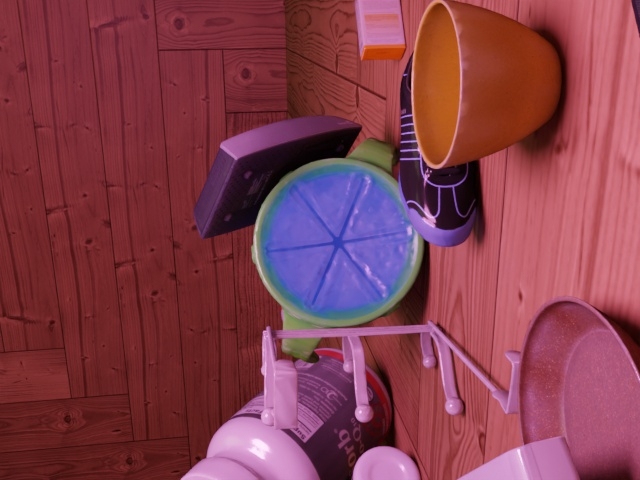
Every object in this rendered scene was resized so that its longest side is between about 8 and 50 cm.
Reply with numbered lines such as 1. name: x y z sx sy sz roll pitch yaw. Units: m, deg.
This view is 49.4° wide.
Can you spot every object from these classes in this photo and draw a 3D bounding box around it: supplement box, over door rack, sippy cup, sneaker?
1. supplement box: 0.086 -0.315 1.016 0.036 0.062 0.098 108 158 -74
2. over door rack: 0.055 0.158 0.766 0.324 0.239 0.108 176 92 -83
3. sippy cup: 0.031 0.015 1.039 0.240 0.305 0.224 57 179 8
4. sneaker: 0.123 -0.111 0.748 0.090 0.081 0.232 86 179 -62

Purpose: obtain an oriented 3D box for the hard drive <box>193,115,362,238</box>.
1. hard drive: -0.063 -0.100 1.004 0.054 0.254 0.172 48 133 19

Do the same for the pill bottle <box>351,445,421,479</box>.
1. pill bottle: 0.094 0.408 1.091 0.184 0.103 0.103 95 169 -47

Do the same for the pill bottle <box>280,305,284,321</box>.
1. pill bottle: 0.000 0.000 1.360 0.176 0.176 0.318 115 150 -75

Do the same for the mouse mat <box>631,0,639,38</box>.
1. mouse mat: 0.214 -0.123 0.341 0.190 0.007 0.152 114 152 -72

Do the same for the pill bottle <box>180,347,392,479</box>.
1. pill bottle: -0.050 0.342 1.117 0.363 0.210 0.210 -33 -50 -52

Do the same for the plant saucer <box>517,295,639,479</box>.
1. plant saucer: 0.194 0.137 0.485 0.198 0.036 0.198 176 90 -83

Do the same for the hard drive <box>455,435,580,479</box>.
1. hard drive: 0.175 0.335 0.481 0.233 0.047 0.353 96 162 -64

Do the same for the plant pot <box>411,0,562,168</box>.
1. plant pot: 0.138 -0.127 0.571 0.134 0.095 0.134 178 90 -82
